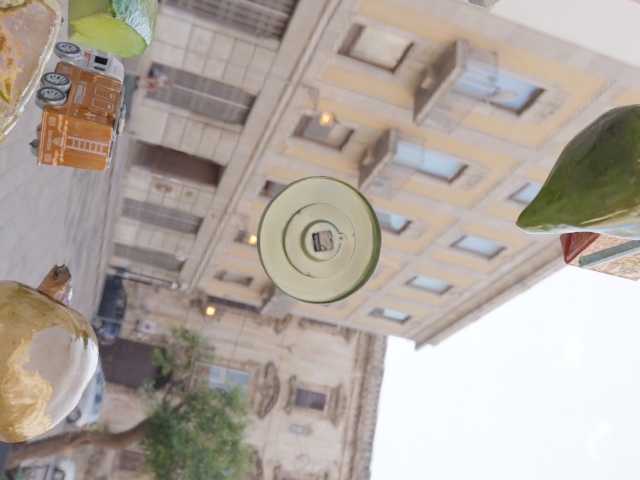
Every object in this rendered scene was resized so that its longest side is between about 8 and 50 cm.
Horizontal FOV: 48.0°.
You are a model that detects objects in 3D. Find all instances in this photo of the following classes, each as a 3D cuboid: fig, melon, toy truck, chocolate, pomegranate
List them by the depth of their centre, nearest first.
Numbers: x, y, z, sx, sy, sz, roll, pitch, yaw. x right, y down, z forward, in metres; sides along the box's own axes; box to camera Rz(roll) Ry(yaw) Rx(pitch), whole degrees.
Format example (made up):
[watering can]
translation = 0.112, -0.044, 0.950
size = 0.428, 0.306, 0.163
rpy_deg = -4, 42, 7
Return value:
[pomegranate]
translation = -0.385, 0.151, 0.915
size = 0.207, 0.207, 0.207
rpy_deg = -165, -90, -76
[fig]
translation = 0.428, -0.081, 1.121
size = 0.275, 0.206, 0.206
rpy_deg = -25, -140, 25
[melon]
translation = -0.420, -0.549, 1.371
size = 0.331, 0.226, 0.343
rpy_deg = -144, -123, -87
[toy truck]
translation = -0.596, -0.342, 1.818
size = 0.387, 0.207, 0.173
rpy_deg = -100, -154, -49
[chocolate]
translation = 0.777, 0.002, 1.869
size = 0.235, 0.237, 0.108
rpy_deg = 111, -6, -62

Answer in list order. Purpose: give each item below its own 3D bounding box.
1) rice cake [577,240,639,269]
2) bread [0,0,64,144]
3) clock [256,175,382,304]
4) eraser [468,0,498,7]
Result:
[rice cake]
translation = 0.670, 0.028, 1.639
size = 0.033, 0.171, 0.029
rpy_deg = 70, 2, -61
[bread]
translation = -0.419, -0.230, 0.780
size = 0.099, 0.235, 0.210
rpy_deg = 4, -109, 55
[clock]
translation = 0.000, 0.000, 1.309
size = 0.029, 0.235, 0.235
rpy_deg = -170, -86, -71
[eraser]
translation = 0.388, -0.556, 1.587
size = 0.104, 0.023, 0.150
rpy_deg = -31, -158, 8
